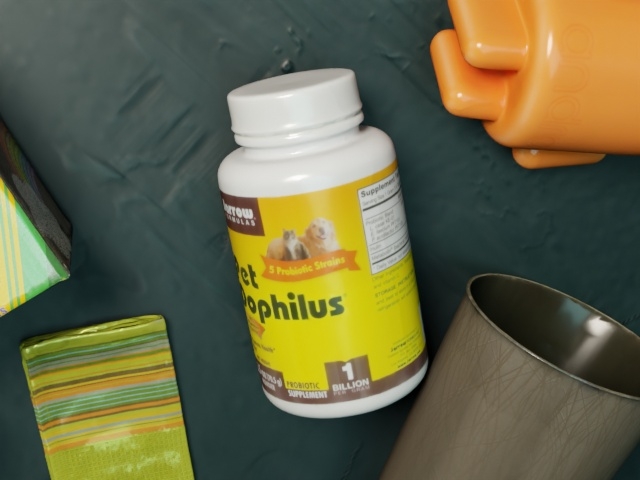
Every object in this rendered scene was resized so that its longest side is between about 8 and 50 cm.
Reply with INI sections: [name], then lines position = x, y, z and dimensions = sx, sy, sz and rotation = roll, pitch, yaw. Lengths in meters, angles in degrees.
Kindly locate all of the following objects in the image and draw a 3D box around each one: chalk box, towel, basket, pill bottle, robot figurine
[chalk box]
position = -0.260, -0.047, 0.634
dimensions = 0.132, 0.132, 0.213
rotation = -32, 108, -3
[towel]
position = -0.142, 0.172, 0.776
dimensions = 0.102, 0.021, 0.237
rotation = -11, 107, -8
[basket]
position = 0.125, 0.158, 0.762
dimensions = 0.154, 0.204, 0.227
rotation = 35, 108, 25
[pill bottle]
position = 0.000, 0.000, 0.710
dimensions = 0.117, 0.117, 0.215
rotation = -13, 107, -8
[robot figurine]
position = 0.187, -0.120, 0.715
dimensions = 0.219, 0.128, 0.158
rotation = 2, 102, -12
